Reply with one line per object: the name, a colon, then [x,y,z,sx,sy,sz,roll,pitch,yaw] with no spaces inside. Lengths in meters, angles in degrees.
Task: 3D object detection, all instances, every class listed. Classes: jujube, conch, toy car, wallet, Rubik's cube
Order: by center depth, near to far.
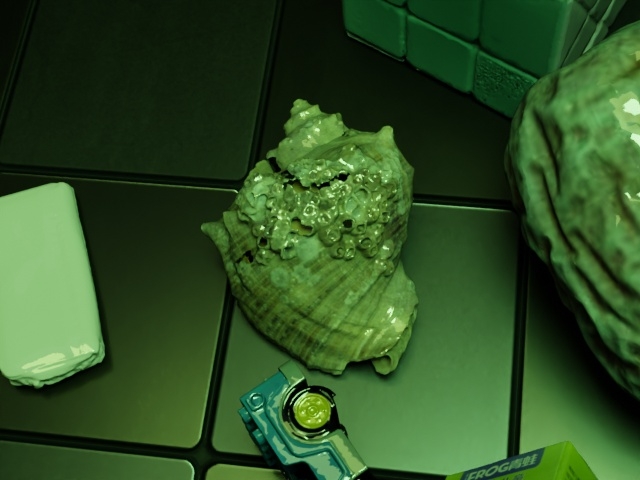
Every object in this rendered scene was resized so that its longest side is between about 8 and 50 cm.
jujube: [0.270,-0.011,0.845,0.226,0.226,0.317,-27,79,-8]
toy car: [-0.004,0.188,0.845,0.100,0.097,0.191,-33,66,-10]
conch: [0.000,0.000,0.933,0.178,0.163,0.245,-24,80,29]
wallet: [-0.246,0.038,0.974,0.095,0.033,0.190,-16,64,0]
Rubik's cube: [0.164,-0.273,0.977,0.224,0.231,0.221,30,72,16]

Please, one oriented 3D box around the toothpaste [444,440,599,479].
toothpaste: [0.094,0.263,0.684,0.077,0.110,0.327,53,37,-13]
